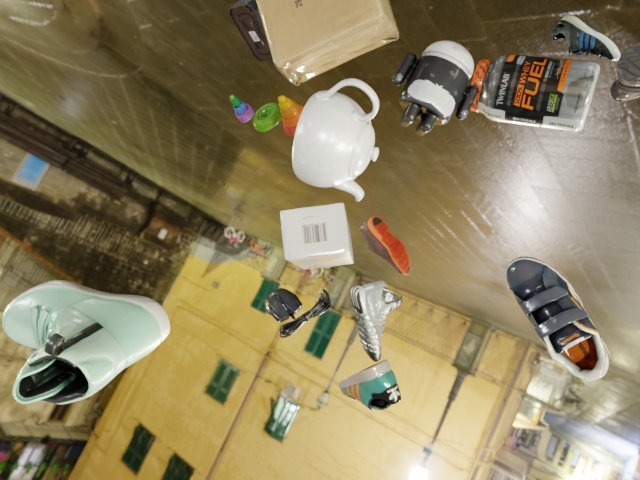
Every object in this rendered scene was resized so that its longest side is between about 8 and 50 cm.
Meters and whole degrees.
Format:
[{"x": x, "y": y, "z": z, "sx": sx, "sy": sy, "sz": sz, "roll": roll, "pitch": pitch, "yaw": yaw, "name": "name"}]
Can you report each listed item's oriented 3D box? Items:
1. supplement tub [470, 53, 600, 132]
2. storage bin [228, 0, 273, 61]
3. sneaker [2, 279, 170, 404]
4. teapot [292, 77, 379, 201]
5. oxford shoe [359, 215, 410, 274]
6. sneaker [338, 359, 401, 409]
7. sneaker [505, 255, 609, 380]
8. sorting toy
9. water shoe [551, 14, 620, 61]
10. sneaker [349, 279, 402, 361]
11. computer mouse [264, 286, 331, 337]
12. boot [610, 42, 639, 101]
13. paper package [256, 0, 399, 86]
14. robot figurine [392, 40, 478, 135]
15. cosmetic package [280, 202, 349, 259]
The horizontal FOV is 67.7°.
[{"x": 0.650, "y": -0.458, "z": 1.471, "sx": 0.337, "sy": 0.207, "sz": 0.207, "roll": 16, "pitch": 168, "yaw": 26, "name": "supplement tub"}, {"x": -0.177, "y": -0.645, "z": 1.445, "sx": 0.122, "sy": 0.084, "sz": 0.180, "roll": 19, "pitch": 151, "yaw": 45, "name": "storage bin"}, {"x": -0.329, "y": 0.120, "z": 0.569, "sx": 0.255, "sy": 0.094, "sz": 0.151, "roll": -2, "pitch": -161, "yaw": 22, "name": "sneaker"}, {"x": 0.054, "y": -0.242, "z": 1.179, "sx": 0.187, "sy": 0.253, "sz": 0.256, "roll": 17, "pitch": -176, "yaw": 13, "name": "teapot"}, {"x": 0.258, "y": 0.029, "z": 1.891, "sx": 0.098, "sy": 0.097, "sz": 0.271, "roll": -29, "pitch": 98, "yaw": 46, "name": "oxford shoe"}, {"x": 0.137, "y": 0.430, "z": 1.358, "sx": 0.121, "sy": 0.108, "sz": 0.302, "roll": 64, "pitch": 158, "yaw": 16, "name": "sneaker"}, {"x": 0.552, "y": 0.176, "z": 1.110, "sx": 0.321, "sy": 0.126, "sz": 0.127, "roll": 53, "pitch": -154, "yaw": 12, "name": "sneaker"}, {"x": -0.193, "y": -0.464, "z": 1.663, "sx": 0.365, "sy": 0.127, "sz": 0.126, "roll": 19, "pitch": 161, "yaw": 38, "name": "sorting toy"}, {"x": 0.744, "y": -0.549, "z": 1.345, "sx": 0.073, "sy": 0.080, "sz": 0.203, "roll": 9, "pitch": -141, "yaw": -55, "name": "water shoe"}, {"x": 0.166, "y": 0.208, "z": 1.268, "sx": 0.086, "sy": 0.132, "sz": 0.229, "roll": 35, "pitch": 142, "yaw": 61, "name": "sneaker"}, {"x": -0.078, "y": 0.175, "z": 1.428, "sx": 0.060, "sy": 0.184, "sz": 0.262, "roll": 62, "pitch": 170, "yaw": -22, "name": "computer mouse"}, {"x": 0.854, "y": -0.413, "z": 1.079, "sx": 0.338, "sy": 0.118, "sz": 0.222, "roll": -2, "pitch": -179, "yaw": 31, "name": "boot"}, {"x": 0.002, "y": -0.618, "z": 1.206, "sx": 0.309, "sy": 0.325, "sz": 0.168, "roll": -18, "pitch": 175, "yaw": 18, "name": "paper package"}, {"x": 0.347, "y": -0.463, "z": 1.453, "sx": 0.209, "sy": 0.278, "sz": 0.173, "roll": 25, "pitch": -177, "yaw": -42, "name": "robot figurine"}, {"x": 0.000, "y": 0.000, "z": 1.531, "sx": 0.196, "sy": 0.155, "sz": 0.365, "roll": -7, "pitch": 173, "yaw": 3, "name": "cosmetic package"}]
